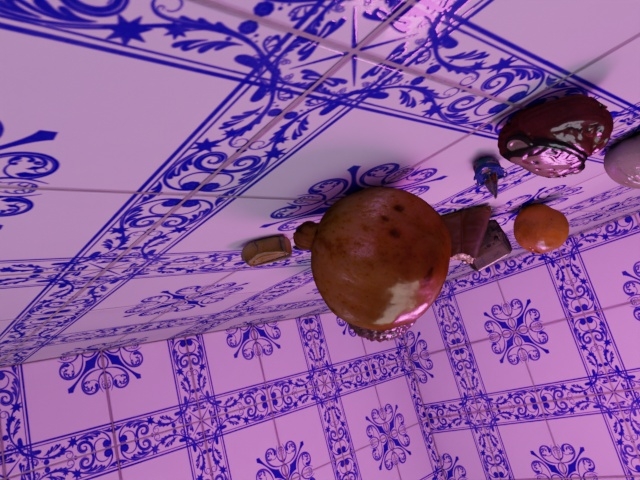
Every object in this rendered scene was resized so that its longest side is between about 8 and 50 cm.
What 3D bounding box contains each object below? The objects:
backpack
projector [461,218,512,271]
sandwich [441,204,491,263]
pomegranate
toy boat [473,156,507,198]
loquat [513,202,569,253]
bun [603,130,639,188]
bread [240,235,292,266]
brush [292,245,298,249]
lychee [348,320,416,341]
[{"bbox_3d":[0.511,-0.231,1.115,0.229,0.139,0.229,2,159,1],"label":"backpack"},{"bbox_3d":[0.626,0.016,2.018,0.193,0.088,0.269,-34,-169,19],"label":"projector"},{"bbox_3d":[0.534,-0.015,1.873,0.219,0.186,0.108,-16,169,2],"label":"sandwich"},{"bbox_3d":[0.122,0.035,1.333,0.409,0.411,0.410,-14,166,-4],"label":"pomegranate"},{"bbox_3d":[0.449,-0.161,1.363,0.091,0.110,0.175,-21,163,22],"label":"toy boat"},{"bbox_3d":[0.879,-0.048,2.071,0.207,0.208,0.208,-14,166,-4],"label":"loquat"},{"bbox_3d":[0.996,-0.231,1.528,0.282,0.179,0.283,-13,169,-3],"label":"bun"},{"bbox_3d":[-0.163,0.032,1.562,0.156,0.064,0.117,-10,161,-17],"label":"bread"},{"bbox_3d":[0.000,0.000,1.704,0.193,0.016,0.063,-21,166,25],"label":"brush"},{"bbox_3d":[0.232,0.211,2.064,0.380,0.381,0.432,-7,-169,-31],"label":"lychee"}]
